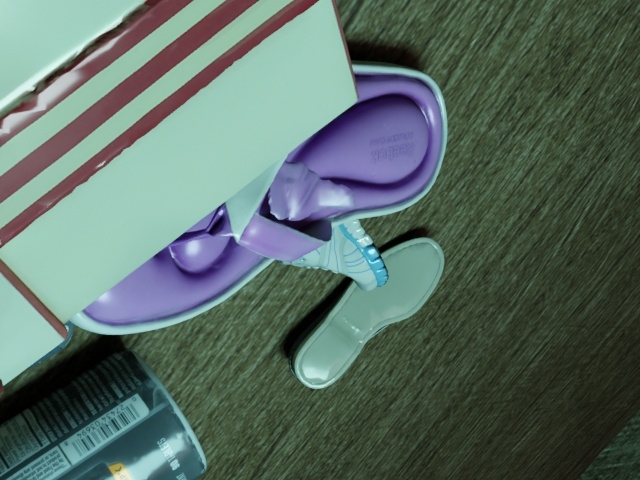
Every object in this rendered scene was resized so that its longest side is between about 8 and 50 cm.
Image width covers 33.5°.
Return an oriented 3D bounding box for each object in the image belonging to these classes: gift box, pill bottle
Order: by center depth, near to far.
[{"bbox_3d":[-0.153,-0.100,0.426,0.258,0.276,0.255,-37,145,-9],"label":"gift box"},{"bbox_3d":[-0.227,0.205,0.869,0.246,0.130,0.130,-33,149,-18],"label":"pill bottle"}]

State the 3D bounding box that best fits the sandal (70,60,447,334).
[{"bbox_3d":[-0.014,-0.057,0.753,0.416,0.102,0.169,-28,116,-47],"label":"sandal"}]

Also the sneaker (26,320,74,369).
[{"bbox_3d":[-0.206,-0.001,0.679,0.226,0.086,0.163,-57,157,9],"label":"sneaker"}]

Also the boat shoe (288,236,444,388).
[{"bbox_3d":[0.043,0.070,1.124,0.206,0.075,0.065,-44,-165,-11],"label":"boat shoe"}]

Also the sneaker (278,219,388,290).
[{"bbox_3d":[0.000,0.000,0.961,0.083,0.071,0.190,-36,142,-1],"label":"sneaker"}]
